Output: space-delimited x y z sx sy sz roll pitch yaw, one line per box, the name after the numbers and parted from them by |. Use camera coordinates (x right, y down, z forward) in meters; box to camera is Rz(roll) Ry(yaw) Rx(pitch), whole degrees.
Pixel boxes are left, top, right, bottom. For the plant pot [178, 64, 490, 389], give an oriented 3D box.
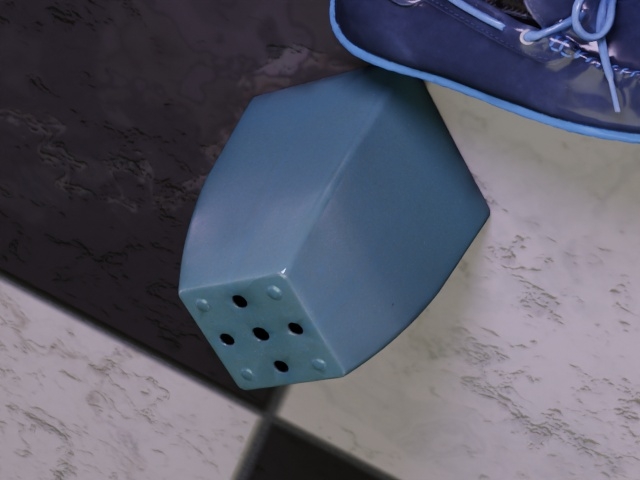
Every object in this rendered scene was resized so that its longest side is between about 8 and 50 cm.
0.000 0.000 1.261 0.165 0.234 0.165 -11 122 34 | plant pot

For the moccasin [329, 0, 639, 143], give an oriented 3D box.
0.160 -0.156 1.110 0.342 0.138 0.117 13 129 17 | moccasin
